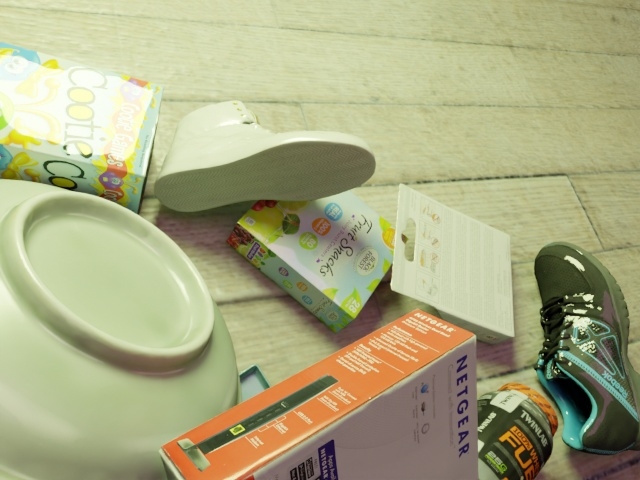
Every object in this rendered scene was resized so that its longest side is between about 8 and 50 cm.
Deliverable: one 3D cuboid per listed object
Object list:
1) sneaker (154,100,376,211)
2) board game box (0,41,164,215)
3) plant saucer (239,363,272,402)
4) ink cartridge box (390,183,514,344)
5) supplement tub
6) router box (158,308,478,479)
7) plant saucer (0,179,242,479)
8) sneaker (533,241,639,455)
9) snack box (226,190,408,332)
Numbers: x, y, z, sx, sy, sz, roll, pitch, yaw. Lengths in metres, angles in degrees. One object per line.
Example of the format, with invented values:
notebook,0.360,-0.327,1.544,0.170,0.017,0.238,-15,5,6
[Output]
sneaker,-0.075,-0.139,0.789,0.292,0.108,0.169,-5,47,4
board game box,-0.350,-0.130,0.700,0.275,0.144,0.142,11,60,-17
plant saucer,-0.055,0.250,0.702,0.067,0.018,0.192,-28,77,-32
ink cartridge box,0.198,0.039,0.886,0.232,0.066,0.189,20,58,-18
supplement tub,0.225,0.280,0.749,0.190,0.117,0.117,-33,80,-33
router box,0.029,0.278,0.564,0.301,0.082,0.336,-22,116,-31
plant saucer,-0.216,0.059,0.554,0.400,0.100,0.400,39,19,-16
sneaker,0.402,0.156,0.888,0.139,0.125,0.341,-3,63,-20
snack box,0.000,0.000,0.828,0.207,0.070,0.174,39,55,-2
